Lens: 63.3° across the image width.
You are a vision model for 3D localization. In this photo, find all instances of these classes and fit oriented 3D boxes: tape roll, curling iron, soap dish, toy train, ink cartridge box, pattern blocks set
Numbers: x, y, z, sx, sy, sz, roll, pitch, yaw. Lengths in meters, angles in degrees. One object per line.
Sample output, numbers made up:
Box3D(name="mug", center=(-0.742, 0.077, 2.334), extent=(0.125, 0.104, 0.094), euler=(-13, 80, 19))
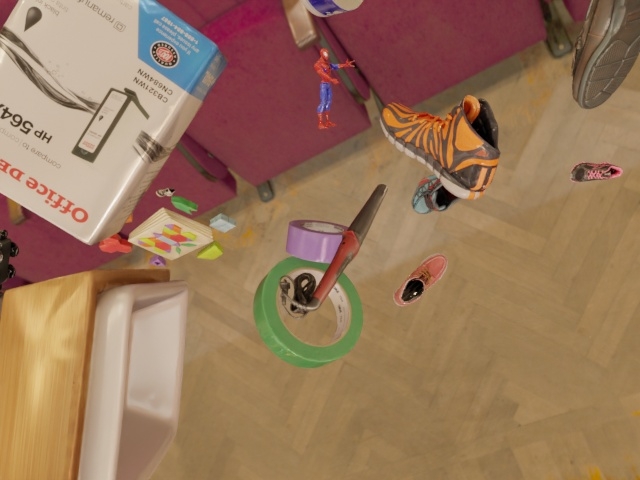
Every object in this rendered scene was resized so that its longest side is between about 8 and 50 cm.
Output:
Box3D(name="tape roll", center=(-0.032, 0.200, 1.494), extent=(0.077, 0.321, 0.321), euler=(-46, 58, 50))
Box3D(name="curling iron", center=(0.029, 0.002, 0.745), extent=(0.068, 0.035, 0.274), euler=(27, 57, 18))
Box3D(name="soap dish", center=(-0.224, 0.142, 0.541), extent=(0.118, 0.291, 0.229), euler=(5, 87, -4))
Box3D(name="toy train", center=(-0.300, 0.058, 0.462), extent=(0.036, 0.027, 0.158), euler=(23, 110, 2))
Box3D(name="tape roll", center=(0.000, 0.000, 1.450), extent=(0.189, 0.189, 0.080), euler=(14, 103, 29))
Box3D(name="ink cartridge box", center=(-0.200, -0.120, 0.453), extent=(0.148, 0.086, 0.203), euler=(33, 95, -11))
Box3D(name="pattern blocks set", center=(-0.369, -0.009, 1.264), extent=(0.325, 0.285, 0.026), euler=(-35, 45, 45))

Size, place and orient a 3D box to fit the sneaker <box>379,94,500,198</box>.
Box3D(name="sneaker", center=(0.265, -0.250, 1.116), extent=(0.321, 0.124, 0.180), euler=(46, 144, 28))

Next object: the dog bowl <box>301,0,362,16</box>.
Box3D(name="dog bowl", center=(0.031, -0.807, 1.527), extent=(0.104, 0.265, 0.265), euler=(8, 85, 39))

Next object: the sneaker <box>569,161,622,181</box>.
Box3D(name="sneaker", center=(0.627, -0.154, 1.177), extent=(0.119, 0.057, 0.047), euler=(-9, 109, -9))

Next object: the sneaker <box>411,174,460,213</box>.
Box3D(name="sneaker", center=(0.342, -0.137, 1.523), extent=(0.104, 0.125, 0.262), euler=(46, 145, -5))

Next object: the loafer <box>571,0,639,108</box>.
Box3D(name="loafer", center=(0.458, -0.343, 0.821), extent=(0.096, 0.268, 0.084), euler=(-13, 47, -13))

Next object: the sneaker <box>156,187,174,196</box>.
Box3D(name="sneaker", center=(-0.616, -0.196, 2.064), extent=(0.037, 0.083, 0.032), euler=(-33, 83, 29))

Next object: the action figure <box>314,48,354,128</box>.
Box3D(name="action figure", center=(0.050, -0.556, 1.897), extent=(0.139, 0.091, 0.280), euler=(7, 115, 30))

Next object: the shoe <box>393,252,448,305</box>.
Box3D(name="shoe", center=(0.258, 0.097, 1.296), extent=(0.178, 0.081, 0.063), euler=(-42, 87, -6))
